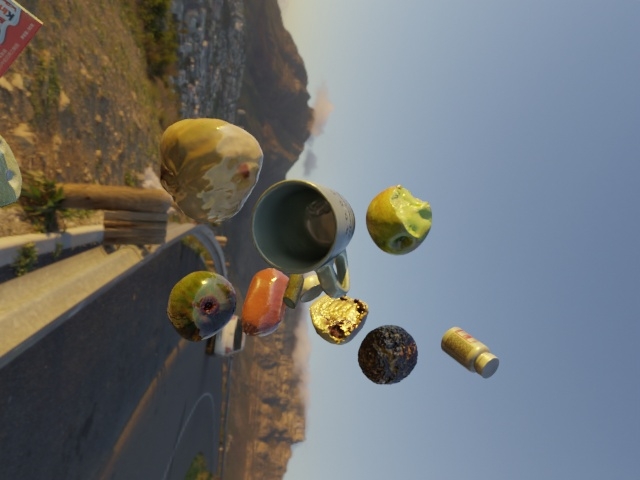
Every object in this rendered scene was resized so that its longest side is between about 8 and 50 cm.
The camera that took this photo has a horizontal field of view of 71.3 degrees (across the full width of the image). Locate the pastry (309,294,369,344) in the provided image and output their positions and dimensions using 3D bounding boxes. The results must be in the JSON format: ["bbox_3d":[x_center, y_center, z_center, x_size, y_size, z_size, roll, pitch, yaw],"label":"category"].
[{"bbox_3d":[0.077,0.362,1.993,0.256,0.237,0.170,-43,138,-38],"label":"pastry"}]

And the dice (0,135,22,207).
[{"bbox_3d":[-1.007,-0.178,1.227,0.233,0.238,0.226,-104,-178,-75],"label":"dice"}]

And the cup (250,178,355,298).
[{"bbox_3d":[0.000,0.000,0.972,0.258,0.186,0.234,65,20,6],"label":"cup"}]

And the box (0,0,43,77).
[{"bbox_3d":[-0.926,-0.556,1.148,0.273,0.265,0.048,-48,-139,5],"label":"box"}]

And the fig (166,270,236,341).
[{"bbox_3d":[-0.279,0.149,0.986,0.245,0.149,0.149,-19,-116,57],"label":"fig"}]

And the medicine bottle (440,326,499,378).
[{"bbox_3d":[0.388,0.293,1.161,0.140,0.079,0.079,36,-58,53],"label":"medicine bottle"}]

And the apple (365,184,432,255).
[{"bbox_3d":[0.290,-0.068,1.644,0.226,0.246,0.246,-80,-178,-53],"label":"apple"}]

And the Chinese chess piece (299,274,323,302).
[{"bbox_3d":[-0.041,0.185,1.708,0.051,0.122,0.122,53,-32,27],"label":"Chinese chess piece"}]

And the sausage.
[{"bbox_3d":[-0.178,0.203,1.489,0.148,0.148,0.254,109,-10,-55],"label":"sausage"}]

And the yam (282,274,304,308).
[{"bbox_3d":[-0.070,0.128,1.170,0.043,0.043,0.094,117,-7,-66],"label":"yam"}]

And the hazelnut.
[{"bbox_3d":[-0.263,-0.182,1.093,0.241,0.261,0.261,-11,112,-58],"label":"hazelnut"}]

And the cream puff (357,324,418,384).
[{"bbox_3d":[0.261,0.444,1.700,0.165,0.239,0.239,-137,-127,-63],"label":"cream puff"}]
